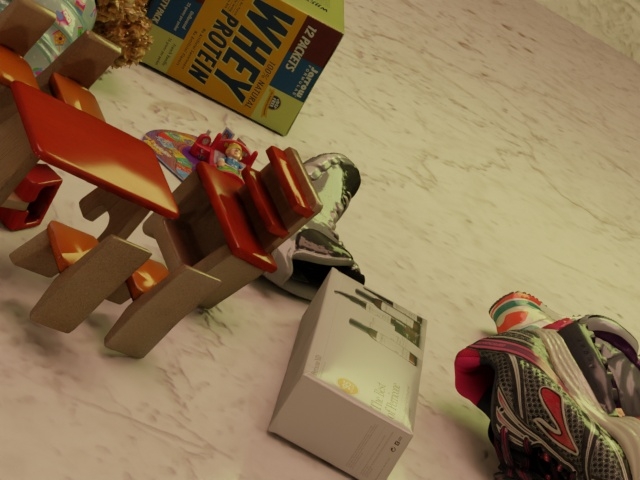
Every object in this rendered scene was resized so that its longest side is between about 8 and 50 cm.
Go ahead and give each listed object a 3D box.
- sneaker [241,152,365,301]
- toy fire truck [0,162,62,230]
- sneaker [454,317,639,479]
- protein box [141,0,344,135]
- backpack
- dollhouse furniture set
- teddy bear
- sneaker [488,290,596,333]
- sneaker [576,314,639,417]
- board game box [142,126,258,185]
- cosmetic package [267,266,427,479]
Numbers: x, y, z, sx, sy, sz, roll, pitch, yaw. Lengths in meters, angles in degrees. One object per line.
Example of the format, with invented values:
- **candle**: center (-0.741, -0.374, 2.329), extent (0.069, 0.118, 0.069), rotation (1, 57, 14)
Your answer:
- **sneaker**: center (0.000, 0.000, 1.676), extent (0.132, 0.086, 0.229), rotation (41, 32, 16)
- **toy fire truck**: center (-0.309, -0.065, 1.426), extent (0.135, 0.047, 0.192), rotation (42, 23, 28)
- **sneaker**: center (0.197, 0.179, 1.477), extent (0.112, 0.120, 0.299), rotation (-7, 31, -12)
- **protein box**: center (-0.091, -0.245, 2.054), extent (0.200, 0.136, 0.201), rotation (27, 19, -10)
- **backpack**: center (-0.299, -0.212, 1.678), extent (0.182, 0.115, 0.152), rotation (28, -26, -11)
- **dollhouse furniture set**: center (-0.135, -0.050, 1.413), extent (0.259, 0.135, 0.262), rotation (26, 31, -48)
- **teddy bear**: center (-0.250, -0.278, 1.837), extent (0.245, 0.113, 0.338), rotation (49, -5, -25)
- **sneaker**: center (0.237, 0.107, 1.788), extent (0.161, 0.057, 0.075), rotation (21, 38, -28)
- **sneaker**: center (0.304, 0.173, 1.712), extent (0.224, 0.083, 0.098), rotation (38, 53, 1)
- **board game box**: center (-0.091, -0.074, 1.783), extent (0.169, 0.033, 0.133), rotation (41, 22, 31)
- **cosmetic package**: center (0.027, 0.104, 1.467), extent (0.099, 0.060, 0.239), rotation (27, 19, -4)
